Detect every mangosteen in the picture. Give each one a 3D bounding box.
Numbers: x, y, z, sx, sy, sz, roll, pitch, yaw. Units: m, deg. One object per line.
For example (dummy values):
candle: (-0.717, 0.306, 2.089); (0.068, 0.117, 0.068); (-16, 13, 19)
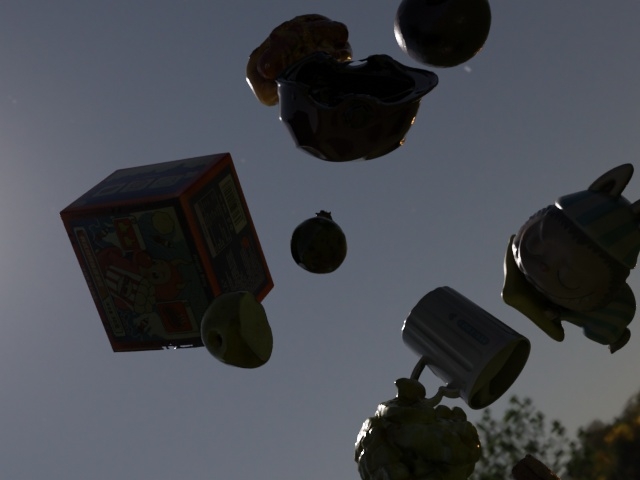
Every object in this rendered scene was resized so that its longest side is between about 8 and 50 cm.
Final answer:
mangosteen: (0.280, -0.539, 2.268); (0.235, 0.235, 0.261); (-45, -41, -12)

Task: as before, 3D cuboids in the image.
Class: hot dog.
hot dog: (-0.041, -0.416, 2.182); (0.257, 0.150, 0.153); (-32, -6, -16)

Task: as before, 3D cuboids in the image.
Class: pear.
pear: (-0.152, 0.158, 1.666); (0.104, 0.141, 0.141); (-18, -11, 24)

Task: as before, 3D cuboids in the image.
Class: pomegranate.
pomegranate: (0.001, 0.006, 1.975); (0.130, 0.130, 0.130); (-40, -25, -23)

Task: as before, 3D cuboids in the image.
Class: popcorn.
popcorn: (0.144, 0.314, 1.456); (0.187, 0.185, 0.167); (-44, -15, -5)

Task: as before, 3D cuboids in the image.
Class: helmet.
helmet: (0.068, -0.264, 2.023); (0.271, 0.339, 0.197); (-66, -18, -59)

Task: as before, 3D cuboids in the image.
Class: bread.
bread: (0.281, 0.319, 1.198); (0.053, 0.074, 0.132); (-40, -48, -7)

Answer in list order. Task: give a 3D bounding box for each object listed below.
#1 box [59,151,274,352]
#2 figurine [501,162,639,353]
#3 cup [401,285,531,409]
box: (-0.329, 0.026, 2.126); (0.257, 0.319, 0.348); (-53, -48, -56)
figurine: (0.620, 0.039, 2.062); (0.361, 0.266, 0.378); (26, -47, -25)
cup: (0.254, 0.205, 1.841); (0.221, 0.202, 0.166); (-17, -46, -39)
